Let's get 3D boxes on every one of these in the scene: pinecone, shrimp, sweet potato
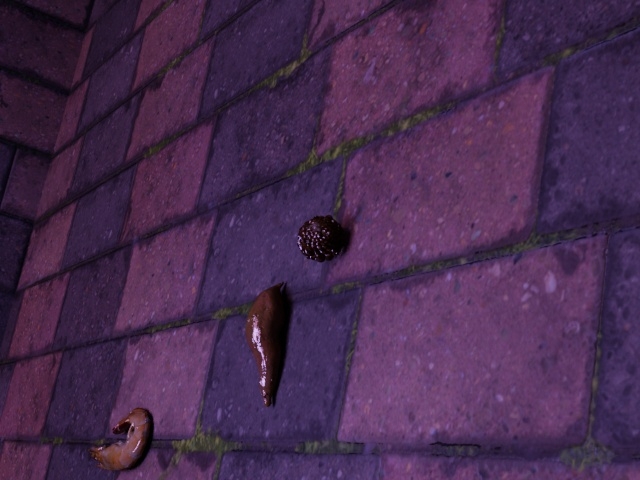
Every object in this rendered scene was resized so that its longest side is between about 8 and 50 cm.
[{"bbox_3d":[0.000,0.000,1.653,0.083,0.077,0.077,107,173,-72],"label":"pinecone"},{"bbox_3d":[-0.420,0.418,2.177,0.236,0.053,0.133,-26,52,50],"label":"shrimp"},{"bbox_3d":[-0.095,0.164,1.728,0.068,0.068,0.226,-33,46,50],"label":"sweet potato"}]
